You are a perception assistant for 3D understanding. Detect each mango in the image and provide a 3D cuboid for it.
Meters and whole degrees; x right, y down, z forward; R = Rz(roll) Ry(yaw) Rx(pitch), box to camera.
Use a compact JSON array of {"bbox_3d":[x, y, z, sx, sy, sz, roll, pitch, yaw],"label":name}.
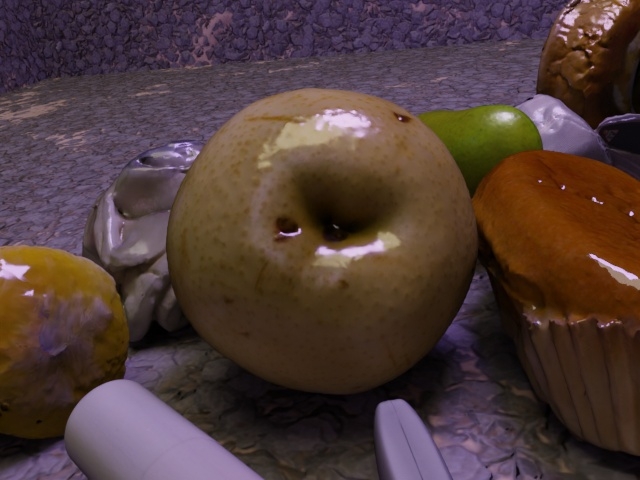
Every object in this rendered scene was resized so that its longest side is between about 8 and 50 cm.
[{"bbox_3d":[0.197,-0.092,0.924,0.149,0.185,0.273,-24,16,-20],"label":"mango"}]

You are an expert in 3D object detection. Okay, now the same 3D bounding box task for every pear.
[{"bbox_3d":[0.000,0.000,0.667,0.309,0.309,0.309,-6,24,3],"label":"pear"}]

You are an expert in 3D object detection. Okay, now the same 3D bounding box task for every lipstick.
[{"bbox_3d":[-0.077,0.200,0.476,0.087,0.087,0.327,-26,30,-36],"label":"lipstick"}]

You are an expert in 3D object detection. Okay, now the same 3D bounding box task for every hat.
[{"bbox_3d":[0.386,-0.107,0.985,0.275,0.161,0.232,17,4,-3],"label":"hat"}]

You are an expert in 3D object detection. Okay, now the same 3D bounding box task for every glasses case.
[{"bbox_3d":[0.073,0.190,0.470,0.049,0.076,0.197,-11,23,-4],"label":"glasses case"}]

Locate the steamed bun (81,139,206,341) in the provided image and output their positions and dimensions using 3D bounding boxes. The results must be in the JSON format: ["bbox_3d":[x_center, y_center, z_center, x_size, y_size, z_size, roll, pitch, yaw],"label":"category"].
[{"bbox_3d":[-0.177,-0.025,0.873,0.268,0.207,0.280,-19,28,-25],"label":"steamed bun"}]

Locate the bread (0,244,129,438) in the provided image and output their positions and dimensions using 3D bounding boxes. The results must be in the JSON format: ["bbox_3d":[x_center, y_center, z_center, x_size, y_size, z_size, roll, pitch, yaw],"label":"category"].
[{"bbox_3d":[-0.308,0.098,0.671,0.171,0.197,0.197,-2,22,38],"label":"bread"}]

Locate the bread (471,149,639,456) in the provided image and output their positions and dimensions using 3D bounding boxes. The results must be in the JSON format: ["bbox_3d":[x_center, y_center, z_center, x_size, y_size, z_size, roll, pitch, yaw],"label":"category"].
[{"bbox_3d":[0.269,0.034,0.640,0.236,0.183,0.388,-8,23,-7],"label":"bread"}]

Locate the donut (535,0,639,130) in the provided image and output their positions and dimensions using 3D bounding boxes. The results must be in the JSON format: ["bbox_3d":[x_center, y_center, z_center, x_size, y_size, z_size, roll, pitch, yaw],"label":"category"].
[{"bbox_3d":[0.513,-0.281,1.136,0.330,0.330,0.160,-21,39,-29],"label":"donut"}]
